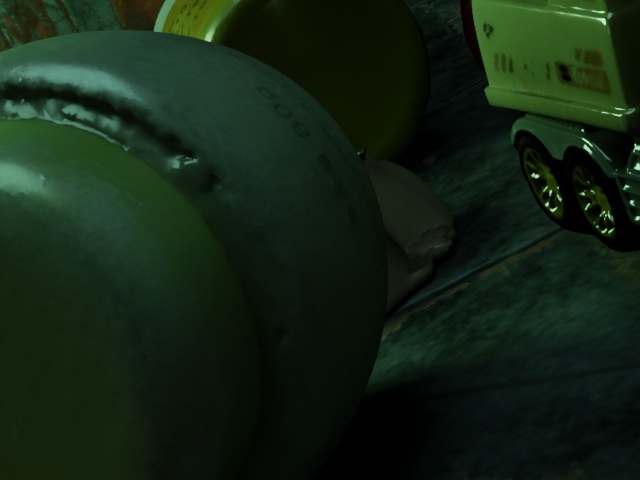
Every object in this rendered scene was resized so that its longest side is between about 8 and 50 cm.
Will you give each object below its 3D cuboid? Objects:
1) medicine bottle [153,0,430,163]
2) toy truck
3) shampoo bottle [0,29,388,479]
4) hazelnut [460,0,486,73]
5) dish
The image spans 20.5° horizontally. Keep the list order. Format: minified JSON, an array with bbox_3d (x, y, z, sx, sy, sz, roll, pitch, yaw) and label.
[{"bbox_3d":[-0.048,-0.175,1.744,0.224,0.224,0.384,-30,17,-7],"label":"medicine bottle"},{"bbox_3d":[0.236,-0.109,1.059,0.181,0.254,0.405,-27,19,-11],"label":"toy truck"},{"bbox_3d":[-0.120,0.031,1.065,0.322,0.322,0.317,-18,12,32],"label":"shampoo bottle"},{"bbox_3d":[0.230,-0.240,1.560,0.251,0.217,0.217,-53,18,0],"label":"hazelnut"},{"bbox_3d":[0.000,0.000,1.374,0.213,0.090,0.213,-26,16,8],"label":"dish"}]
